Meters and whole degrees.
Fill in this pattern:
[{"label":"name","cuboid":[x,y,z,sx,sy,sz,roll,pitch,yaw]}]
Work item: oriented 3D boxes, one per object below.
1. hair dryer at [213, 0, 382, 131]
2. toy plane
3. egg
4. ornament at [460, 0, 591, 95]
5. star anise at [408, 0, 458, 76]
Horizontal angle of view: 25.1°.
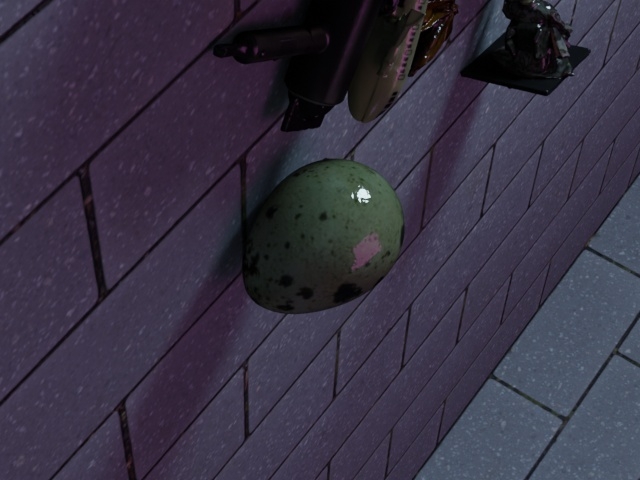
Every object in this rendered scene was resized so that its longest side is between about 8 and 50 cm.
[{"label":"hair dryer","cuboid":[-0.044,-0.197,1.586,0.248,0.078,0.195,-15,133,-51]},{"label":"toy plane","cuboid":[0.086,-0.259,1.716,0.256,0.104,0.242,-59,-167,23]},{"label":"egg","cuboid":[0.000,0.000,1.794,0.228,0.177,0.177,-41,156,-17]},{"label":"ornament","cuboid":[0.317,-0.346,2.178,0.153,0.166,0.196,-45,141,-40]},{"label":"star anise","cuboid":[0.143,-0.294,1.911,0.157,0.053,0.212,-51,160,-26]}]
